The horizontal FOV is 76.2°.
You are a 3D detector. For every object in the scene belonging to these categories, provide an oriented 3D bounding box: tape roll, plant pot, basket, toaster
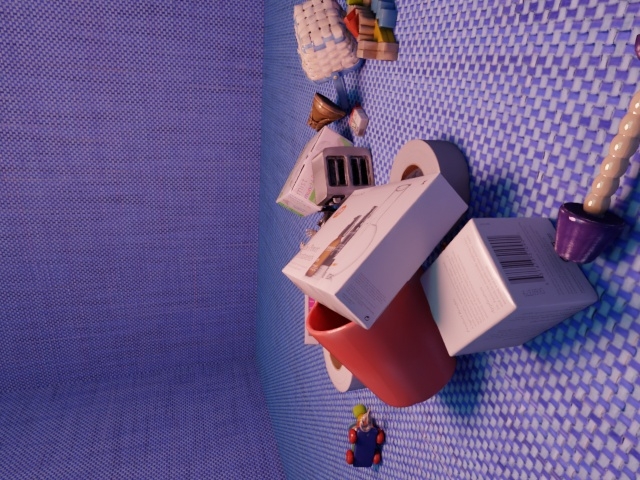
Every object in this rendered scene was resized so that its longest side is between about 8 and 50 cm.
[{"bbox_3d":[0.234,-0.113,0.910,0.219,0.072,0.219,177,90,-71],"label":"tape roll"},{"bbox_3d":[0.119,0.295,1.168,0.246,0.169,0.246,178,90,-71],"label":"tape roll"},{"bbox_3d":[0.145,0.196,0.874,0.243,0.275,0.275,56,167,-13],"label":"plant pot"},{"bbox_3d":[0.032,-0.594,1.298,0.289,0.201,0.255,57,-161,-68],"label":"basket"},{"bbox_3d":[0.069,-0.202,1.256,0.110,0.168,0.186,159,106,-68],"label":"toaster"}]

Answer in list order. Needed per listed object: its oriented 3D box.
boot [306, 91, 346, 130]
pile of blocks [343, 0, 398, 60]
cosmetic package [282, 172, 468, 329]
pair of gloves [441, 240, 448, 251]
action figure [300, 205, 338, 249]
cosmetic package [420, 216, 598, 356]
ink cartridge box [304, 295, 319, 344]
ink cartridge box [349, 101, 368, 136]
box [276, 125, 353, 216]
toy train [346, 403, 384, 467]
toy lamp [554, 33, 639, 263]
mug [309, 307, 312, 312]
[{"bbox_3d":[0.008,-0.411,1.347,0.115,0.112,0.305,-49,6,12],"label":"boot"},{"bbox_3d":[0.120,-0.638,1.114,0.149,0.112,0.362,117,145,-57],"label":"pile of blocks"},{"bbox_3d":[0.083,0.008,0.856,0.097,0.284,0.377,47,168,-14],"label":"cosmetic package"},{"bbox_3d":[0.280,0.051,0.892,0.074,0.010,0.083,-116,26,-48],"label":"pair of gloves"},{"bbox_3d":[0.000,0.000,1.523,0.164,0.141,0.276,-82,-2,-68],"label":"action figure"},{"bbox_3d":[0.284,0.076,0.655,0.184,0.151,0.151,113,149,-52],"label":"cosmetic package"},{"bbox_3d":[-0.023,0.216,1.655,0.176,0.069,0.371,-52,-39,-77],"label":"ink cartridge box"},{"bbox_3d":[0.115,-0.388,1.297,0.063,0.029,0.115,105,154,-44],"label":"ink cartridge box"},{"bbox_3d":[-0.028,-0.233,1.427,0.262,0.126,0.231,-64,15,-12],"label":"box"},{"bbox_3d":[0.136,0.575,1.290,0.143,0.105,0.248,-102,15,-68],"label":"toy train"},{"bbox_3d":[0.365,-0.098,0.502,0.080,0.080,0.275,-122,33,-56],"label":"toy lamp"},{"bbox_3d":[0.045,0.288,1.449,0.113,0.150,0.169,-32,-61,-72],"label":"mug"}]
